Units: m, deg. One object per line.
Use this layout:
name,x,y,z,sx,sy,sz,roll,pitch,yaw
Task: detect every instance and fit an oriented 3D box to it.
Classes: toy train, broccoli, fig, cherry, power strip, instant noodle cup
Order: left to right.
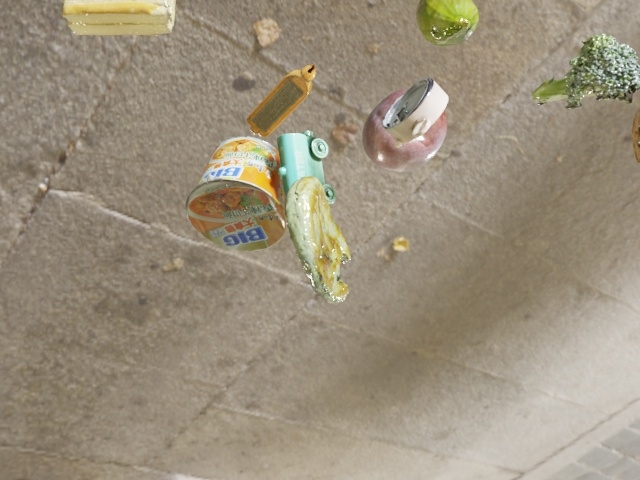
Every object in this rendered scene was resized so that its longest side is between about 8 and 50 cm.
instant noodle cup,-0.219,-0.141,1.964,0.296,0.214,0.296,5,139,4
power strip,-0.062,-0.240,1.173,0.049,0.028,0.178,43,130,-11
toy train,-0.048,-0.182,1.872,0.159,0.248,0.101,0,167,-39
cherry,0.221,-0.285,1.849,0.206,0.239,0.239,32,124,2
fig,0.340,-0.585,1.849,0.167,0.233,0.167,4,140,3
broccoli,0.415,-0.256,1.115,0.118,0.122,0.204,5,176,-21

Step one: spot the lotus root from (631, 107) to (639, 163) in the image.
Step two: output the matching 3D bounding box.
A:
lotus root,0.607,-0.142,1.005,0.291,0.193,0.193,1,134,3

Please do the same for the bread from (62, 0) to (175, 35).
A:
bread,-0.433,-0.585,1.534,0.246,0.239,0.111,2,170,2

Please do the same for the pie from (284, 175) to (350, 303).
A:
pie,-0.003,-0.006,1.559,0.067,0.302,0.302,-12,137,16

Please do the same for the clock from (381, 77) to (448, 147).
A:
clock,0.209,-0.293,1.553,0.156,0.229,0.063,-39,110,24
